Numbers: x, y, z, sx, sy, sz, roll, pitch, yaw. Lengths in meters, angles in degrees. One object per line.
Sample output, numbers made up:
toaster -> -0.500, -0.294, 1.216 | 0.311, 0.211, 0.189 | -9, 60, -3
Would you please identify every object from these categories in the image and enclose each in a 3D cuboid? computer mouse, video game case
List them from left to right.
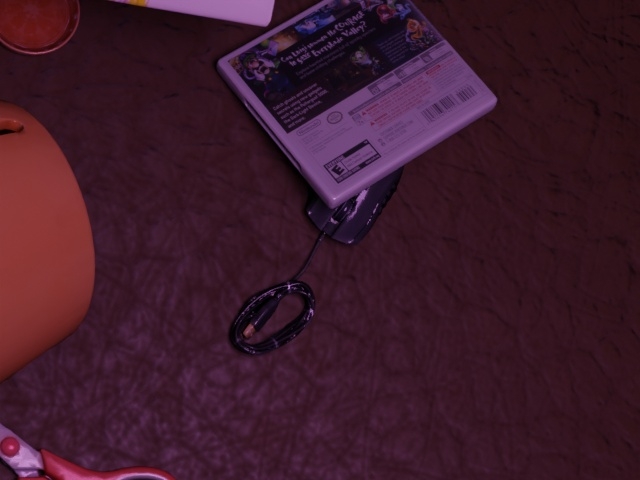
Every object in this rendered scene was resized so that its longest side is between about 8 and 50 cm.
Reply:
computer mouse -> 0.000, 0.000, 1.522 | 0.071, 0.041, 0.242 | 35, 71, -7
video game case -> 0.033, -0.139, 1.551 | 0.190, 0.022, 0.173 | -32, 72, -20

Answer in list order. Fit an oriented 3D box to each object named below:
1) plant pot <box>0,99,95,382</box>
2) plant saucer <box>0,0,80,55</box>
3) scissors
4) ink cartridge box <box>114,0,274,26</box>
plant pot -> -0.310, 0.009, 1.316 | 0.203, 0.291, 0.291 | -20, 83, -38
plant saucer -> -0.252, -0.200, 1.508 | 0.083, 0.013, 0.083 | 4, 77, -17
scissors -> -0.245, 0.188, 1.415 | 0.297, 0.021, 0.109 | 29, 71, -9
ink cartridge box -> -0.167, -0.307, 1.427 | 0.270, 0.197, 0.198 | 8, 105, -15
